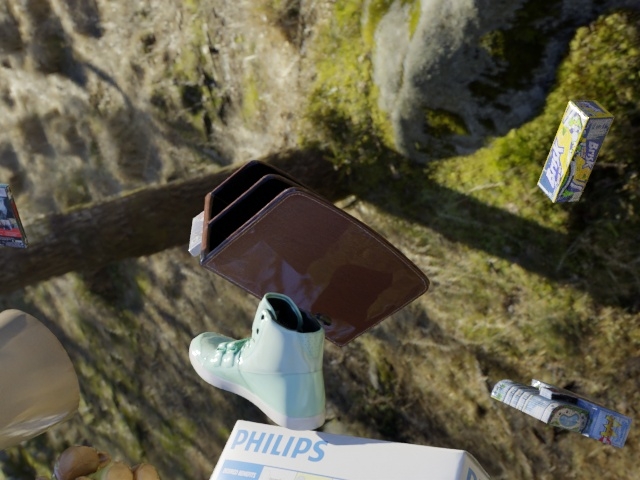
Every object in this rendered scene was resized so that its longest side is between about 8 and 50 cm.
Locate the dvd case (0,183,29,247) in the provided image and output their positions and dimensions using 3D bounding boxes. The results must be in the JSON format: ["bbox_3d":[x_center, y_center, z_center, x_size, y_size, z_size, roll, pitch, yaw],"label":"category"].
[{"bbox_3d":[-0.551,-0.043,1.308,0.087,0.013,0.119,4,123,18],"label":"dvd case"}]

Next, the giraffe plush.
[{"bbox_3d":[-0.393,0.422,1.301,0.170,0.181,0.210,44,111,41],"label":"giraffe plush"}]

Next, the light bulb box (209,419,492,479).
[{"bbox_3d":[0.014,0.432,0.879,0.358,0.361,0.225,-4,139,39],"label":"light bulb box"}]

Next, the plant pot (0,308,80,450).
[{"bbox_3d":[-0.649,0.302,1.445,0.257,0.274,0.256,15,119,29],"label":"plant pot"}]

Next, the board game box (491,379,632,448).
[{"bbox_3d":[0.449,0.308,1.394,0.194,0.194,0.060,15,86,59],"label":"board game box"}]

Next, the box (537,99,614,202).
[{"bbox_3d":[0.425,-0.147,1.286,0.059,0.054,0.168,-115,28,-47],"label":"box"}]

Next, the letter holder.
[{"bbox_3d":[0.000,0.000,1.191,0.214,0.302,0.152,-37,36,28],"label":"letter holder"}]

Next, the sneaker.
[{"bbox_3d":[-0.079,0.128,1.002,0.256,0.094,0.151,19,109,45],"label":"sneaker"}]

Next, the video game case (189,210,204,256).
[{"bbox_3d":[-0.189,-0.065,1.608,0.023,0.201,0.183,50,-171,-21],"label":"video game case"}]
